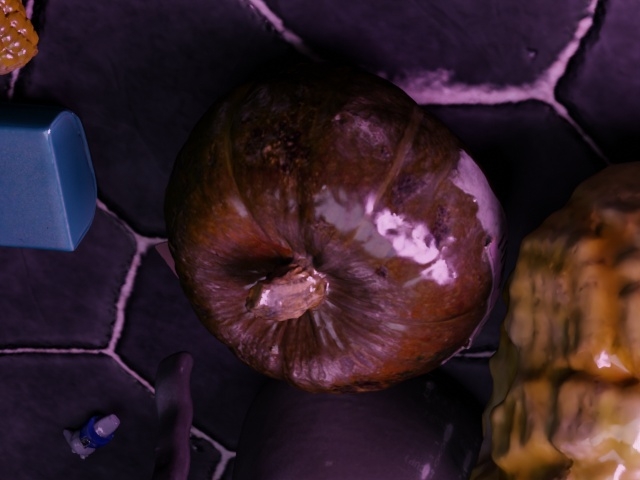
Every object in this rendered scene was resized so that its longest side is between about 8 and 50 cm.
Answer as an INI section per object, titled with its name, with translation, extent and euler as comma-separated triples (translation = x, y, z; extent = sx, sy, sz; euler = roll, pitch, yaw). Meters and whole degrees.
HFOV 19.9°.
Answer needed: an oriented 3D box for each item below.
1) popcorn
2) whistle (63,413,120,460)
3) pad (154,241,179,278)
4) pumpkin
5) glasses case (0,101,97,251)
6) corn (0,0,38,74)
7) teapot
[popcorn]
translation = 0.258, 0.112, 1.284
extent = 0.292, 0.293, 0.334
euler = 12, 149, 10
[whistle]
translation = -0.207, 0.174, 1.660
extent = 0.033, 0.029, 0.083
euler = 50, 136, -5
[pad]
translation = -0.033, 0.023, 1.480
extent = 0.188, 0.006, 0.113
euler = -16, 124, 30
[pumpkin]
translation = -0.001, 0.002, 1.316
extent = 0.260, 0.189, 0.260
euler = 11, 127, 15
[glasses case]
translation = -0.334, -0.064, 1.467
extent = 0.301, 0.070, 0.117
euler = 5, 125, 16
[corn]
translation = -0.305, -0.216, 1.300
extent = 0.097, 0.097, 0.262
euler = -25, 123, 34
[teapot]
translation = 0.004, 0.227, 1.457
extent = 0.223, 0.285, 0.305
euler = -4, 130, 21
